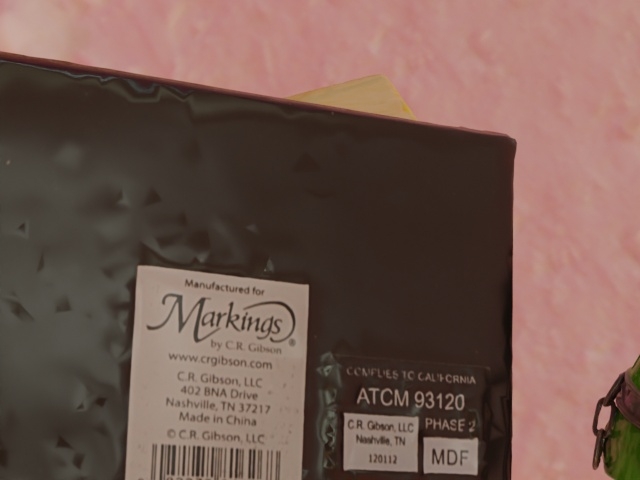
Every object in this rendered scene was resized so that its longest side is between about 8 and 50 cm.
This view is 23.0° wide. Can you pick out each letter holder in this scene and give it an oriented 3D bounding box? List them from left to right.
[{"bbox_3d":[-0.117,0.036,0.539,0.214,0.302,0.152,-14,73,58],"label":"letter holder"}]

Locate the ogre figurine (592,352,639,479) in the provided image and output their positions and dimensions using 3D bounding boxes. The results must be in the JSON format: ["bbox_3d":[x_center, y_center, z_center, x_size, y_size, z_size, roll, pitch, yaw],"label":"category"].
[{"bbox_3d":[0.175,0.051,0.550,0.197,0.097,0.118,-167,84,-78],"label":"ogre figurine"}]

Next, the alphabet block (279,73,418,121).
[{"bbox_3d":[0.000,0.000,1.353,0.197,0.193,0.192,-16,45,-14],"label":"alphabet block"}]
